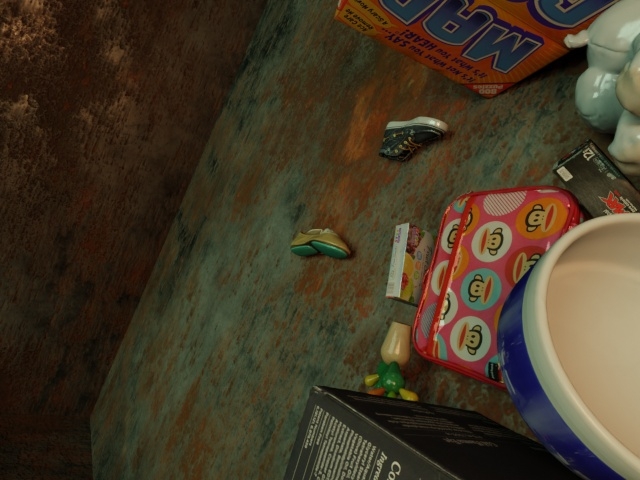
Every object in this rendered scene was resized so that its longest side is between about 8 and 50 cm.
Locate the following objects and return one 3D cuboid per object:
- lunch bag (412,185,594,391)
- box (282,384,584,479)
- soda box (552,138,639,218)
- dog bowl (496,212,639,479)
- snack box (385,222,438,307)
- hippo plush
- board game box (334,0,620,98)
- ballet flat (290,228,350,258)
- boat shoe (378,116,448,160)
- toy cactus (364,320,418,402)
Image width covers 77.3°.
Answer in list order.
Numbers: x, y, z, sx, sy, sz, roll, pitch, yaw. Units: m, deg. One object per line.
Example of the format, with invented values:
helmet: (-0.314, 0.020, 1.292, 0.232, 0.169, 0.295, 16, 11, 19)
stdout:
lunch bag: (0.265, 0.067, 0.624, 0.258, 0.120, 0.293, 4, 74, 58)
box: (0.179, 0.306, 0.402, 0.312, 0.343, 0.179, 5, 75, 55)
soda box: (0.372, -0.046, 0.502, 0.169, 0.060, 0.053, 52, 125, 7)
dog bowl: (0.321, 0.110, 0.389, 0.104, 0.265, 0.265, 91, 178, -60)
snack box: (0.178, 0.050, 0.752, 0.037, 0.100, 0.141, -8, 67, 52)
hippo plush: (0.391, -0.212, 0.473, 0.236, 0.234, 0.294, -116, 13, -60)
board game box: (0.284, -0.521, 0.625, 0.356, 0.356, 0.357, 163, 123, -67)
ballet flat: (0.000, 0.000, 1.041, 0.232, 0.080, 0.073, 0, 57, 52)
boat shoe: (0.205, -0.223, 0.901, 0.183, 0.065, 0.083, 20, 91, 61)
toy cactus: (0.125, 0.230, 0.670, 0.112, 0.219, 0.180, 13, 85, 17)
